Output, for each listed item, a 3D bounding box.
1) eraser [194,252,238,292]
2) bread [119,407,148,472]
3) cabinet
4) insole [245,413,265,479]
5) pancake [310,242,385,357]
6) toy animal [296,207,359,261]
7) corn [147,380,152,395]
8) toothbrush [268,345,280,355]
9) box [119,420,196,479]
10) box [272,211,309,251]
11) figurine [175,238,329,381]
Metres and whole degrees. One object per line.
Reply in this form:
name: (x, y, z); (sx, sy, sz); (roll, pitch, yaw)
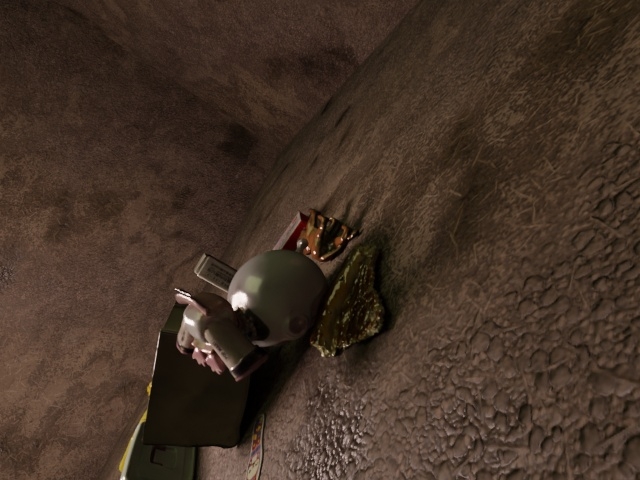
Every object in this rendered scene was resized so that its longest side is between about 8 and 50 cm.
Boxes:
eraser: (-0.300, 0.146, 1.462); (0.081, 0.279, 0.124); (-60, 16, -8)
bread: (-0.623, 0.744, 1.556); (0.269, 0.148, 0.269); (-61, 11, 19)
cabinet: (-0.318, 0.339, 1.143); (0.318, 0.228, 0.289); (-149, 69, -75)
insole: (-0.142, 0.466, 0.923); (0.065, 0.004, 0.197); (-51, 18, 22)
pancake: (0.068, 0.118, 0.844); (0.265, 0.057, 0.244); (-63, 16, -7)
toy animal: (0.000, 0.000, 1.228); (0.312, 0.098, 0.157); (-138, 68, -71)
corn: (-0.700, 0.680, 1.906); (0.387, 0.144, 0.143); (-30, 32, 59)
toothbrush: (-0.082, 0.193, 1.201); (0.028, 0.026, 0.294); (-10, 48, 44)
box: (-0.481, 0.681, 1.199); (0.167, 0.194, 0.294); (-63, 16, 2)
box: (-0.120, 0.004, 1.605); (0.229, 0.050, 0.123); (-55, 15, 12)
figurine: (-0.128, 0.146, 0.940); (0.362, 0.253, 0.210); (-22, -53, -46)
